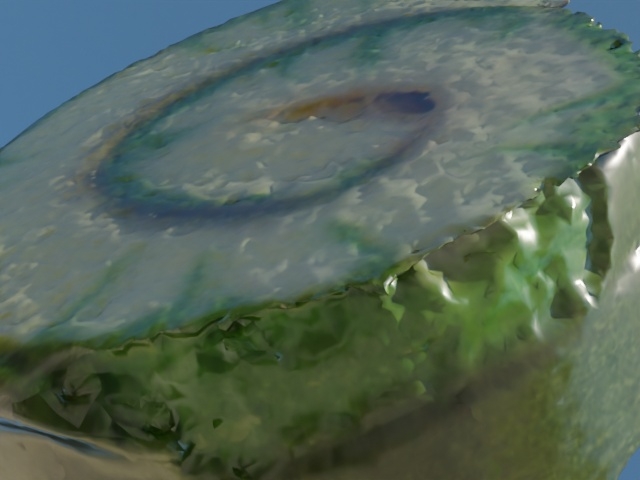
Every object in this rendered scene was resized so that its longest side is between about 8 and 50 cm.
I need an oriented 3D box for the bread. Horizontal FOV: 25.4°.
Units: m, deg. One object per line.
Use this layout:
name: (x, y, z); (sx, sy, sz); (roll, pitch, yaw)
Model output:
bread: (0.000, 0.000, 0.622); (0.366, 0.382, 0.129); (7, -54, 46)
